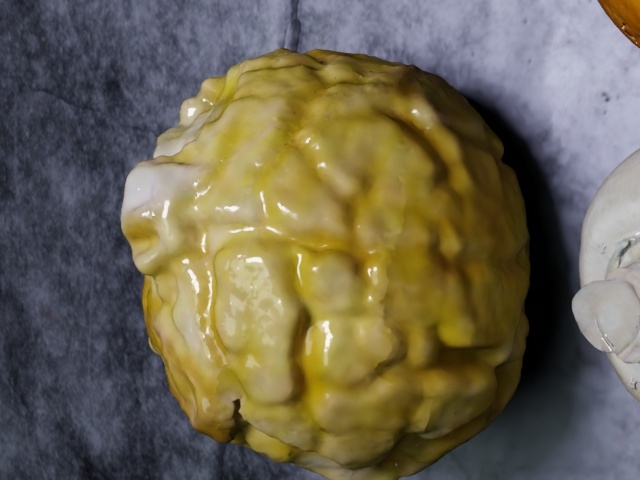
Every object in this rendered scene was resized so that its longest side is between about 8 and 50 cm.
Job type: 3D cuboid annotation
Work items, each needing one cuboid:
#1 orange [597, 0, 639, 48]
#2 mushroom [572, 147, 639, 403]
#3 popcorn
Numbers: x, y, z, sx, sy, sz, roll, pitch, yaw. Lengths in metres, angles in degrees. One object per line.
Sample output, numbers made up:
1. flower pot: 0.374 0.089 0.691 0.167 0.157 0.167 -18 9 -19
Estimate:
1. orange: 0.307 -0.243 0.846 0.284 0.226 0.284 22 131 27
2. mushroom: 0.289 0.039 0.932 0.246 0.202 0.246 31 128 48
3. popcorn: 0.014 0.011 1.103 0.390 0.344 0.354 37 105 20
